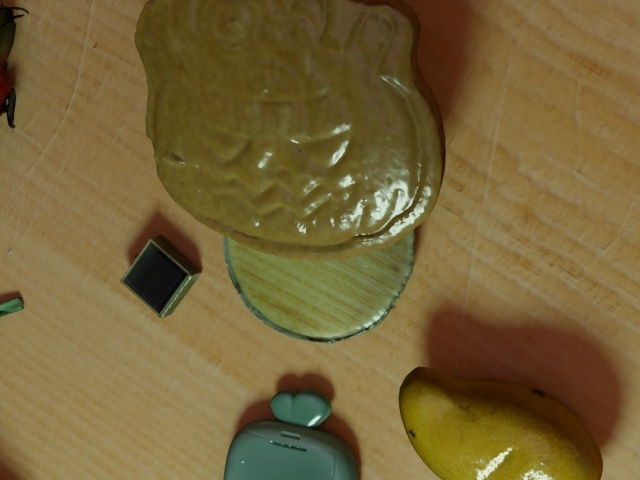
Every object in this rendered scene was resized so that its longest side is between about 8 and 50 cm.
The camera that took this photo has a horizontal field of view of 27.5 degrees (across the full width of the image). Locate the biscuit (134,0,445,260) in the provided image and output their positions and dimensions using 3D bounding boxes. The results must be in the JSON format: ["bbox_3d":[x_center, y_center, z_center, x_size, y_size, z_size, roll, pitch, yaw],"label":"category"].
[{"bbox_3d":[-0.041,-0.147,1.553,0.385,0.062,0.365,2,112,24],"label":"biscuit"}]

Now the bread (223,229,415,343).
[{"bbox_3d":[0.000,0.000,1.657,0.267,0.040,0.266,3,97,21],"label":"bread"}]

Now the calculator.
[{"bbox_3d":[-0.043,0.337,1.712,0.186,0.041,0.298,11,102,18],"label":"calculator"}]

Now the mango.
[{"bbox_3d":[0.215,0.239,1.575,0.262,0.109,0.157,28,115,20],"label":"mango"}]

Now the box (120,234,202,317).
[{"bbox_3d":[-0.214,0.046,1.743,0.083,0.035,0.079,40,108,11],"label":"box"}]

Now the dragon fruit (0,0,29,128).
[{"bbox_3d":[-0.511,-0.226,1.749,0.234,0.234,0.293,27,74,15],"label":"dragon fruit"}]

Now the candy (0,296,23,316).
[{"bbox_3d":[-0.539,0.133,1.863,0.262,0.077,0.073,-20,92,13],"label":"candy"}]
